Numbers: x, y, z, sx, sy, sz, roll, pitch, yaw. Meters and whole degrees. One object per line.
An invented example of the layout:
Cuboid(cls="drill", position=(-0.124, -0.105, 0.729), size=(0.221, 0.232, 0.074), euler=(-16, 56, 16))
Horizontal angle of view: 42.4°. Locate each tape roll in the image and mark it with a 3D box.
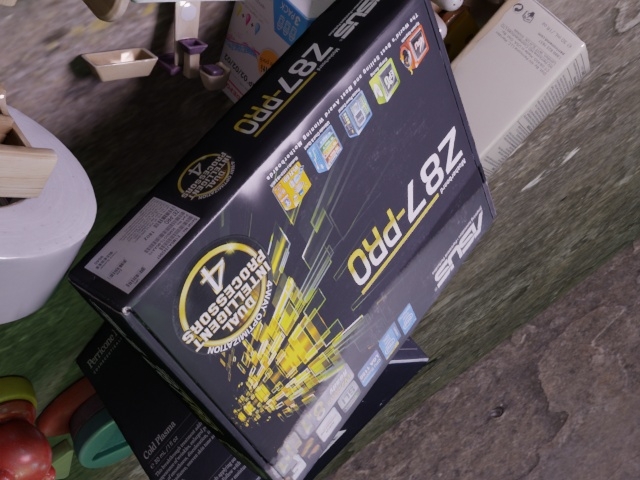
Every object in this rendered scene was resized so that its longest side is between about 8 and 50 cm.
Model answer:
Cuboid(cls="tape roll", position=(-0.287, -0.036, 0.627), size=(0.219, 0.219, 0.072), euler=(-2, 135, -52))

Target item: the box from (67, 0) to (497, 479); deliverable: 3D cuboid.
Cuboid(cls="box", position=(0.000, 0.000, 0.789), size=(0.395, 0.097, 0.318), euler=(-49, 139, -21))

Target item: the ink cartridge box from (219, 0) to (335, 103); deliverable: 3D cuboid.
Cuboid(cls="ink cartridge box", position=(-0.048, -0.181, 0.853), size=(0.061, 0.104, 0.181), euler=(-20, 147, -38))

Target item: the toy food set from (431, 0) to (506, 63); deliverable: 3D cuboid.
Cuboid(cls="toy food set", position=(0.122, -0.209, 1.056), size=(0.306, 0.092, 0.220), euler=(-46, 154, 11))

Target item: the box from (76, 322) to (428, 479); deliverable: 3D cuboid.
Cuboid(cls="box", position=(-0.098, 0.157, 1.082), size=(0.343, 0.312, 0.179), euler=(-49, 154, 18))

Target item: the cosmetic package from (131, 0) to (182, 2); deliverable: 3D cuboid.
Cuboid(cls="cosmetic package", position=(-0.059, -0.271, 0.393), size=(0.138, 0.224, 0.224), euler=(-14, 145, -39))

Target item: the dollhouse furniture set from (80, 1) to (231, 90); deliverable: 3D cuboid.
Cuboid(cls="dollhouse furniture set", position=(-0.152, -0.184, 0.754), size=(0.114, 0.091, 0.081), euler=(-17, 130, -35))

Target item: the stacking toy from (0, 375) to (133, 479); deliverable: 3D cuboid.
Cuboid(cls="stacking toy", position=(-0.383, 0.317, 1.156), size=(0.309, 0.130, 0.279), euler=(-1, 133, -52))

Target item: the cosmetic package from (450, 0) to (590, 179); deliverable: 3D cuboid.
Cuboid(cls="cosmetic package", position=(0.193, -0.149, 1.054), size=(0.309, 0.113, 0.160), euler=(-47, 165, 13))

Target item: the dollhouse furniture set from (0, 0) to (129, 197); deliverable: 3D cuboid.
Cuboid(cls="dollhouse furniture set", position=(-0.228, -0.171, 0.562), size=(0.212, 0.161, 0.242), euler=(-2, 134, -52))
